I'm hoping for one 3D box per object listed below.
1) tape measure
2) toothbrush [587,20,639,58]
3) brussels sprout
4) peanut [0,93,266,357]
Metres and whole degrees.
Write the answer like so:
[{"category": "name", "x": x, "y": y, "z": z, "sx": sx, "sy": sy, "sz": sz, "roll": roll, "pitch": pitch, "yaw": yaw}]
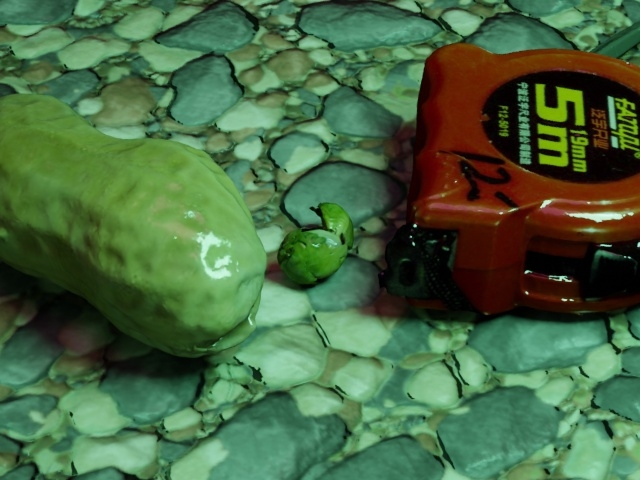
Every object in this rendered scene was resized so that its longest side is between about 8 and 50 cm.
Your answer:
[{"category": "tape measure", "x": 0.181, "y": -0.043, "z": 1.536, "sx": 0.260, "sy": 0.114, "sz": 0.253, "roll": 6, "pitch": 41, "yaw": 1}, {"category": "toothbrush", "x": 0.260, "y": -0.171, "z": 1.742, "sx": 0.030, "sy": 0.030, "sz": 0.297, "roll": 24, "pitch": 45, "yaw": 35}, {"category": "brussels sprout", "x": 0.001, "y": 0.000, "z": 1.532, "sx": 0.051, "sy": 0.046, "sz": 0.083, "roll": 23, "pitch": 45, "yaw": 14}, {"category": "peanut", "x": -0.165, "y": -0.020, "z": 1.488, "sx": 0.313, "sy": 0.149, "sz": 0.149, "roll": 23, "pitch": 46, "yaw": 32}]
